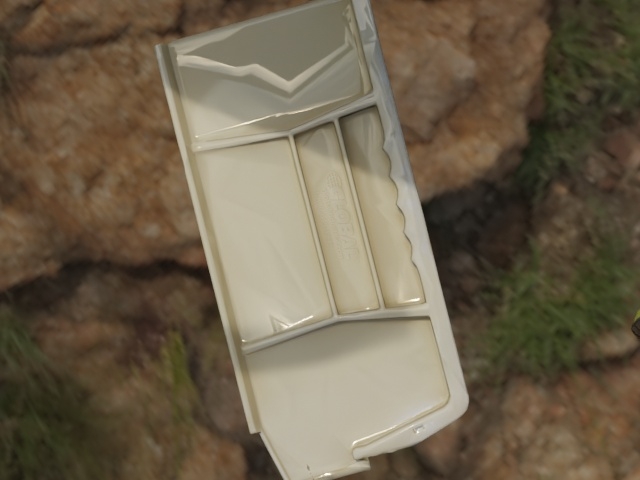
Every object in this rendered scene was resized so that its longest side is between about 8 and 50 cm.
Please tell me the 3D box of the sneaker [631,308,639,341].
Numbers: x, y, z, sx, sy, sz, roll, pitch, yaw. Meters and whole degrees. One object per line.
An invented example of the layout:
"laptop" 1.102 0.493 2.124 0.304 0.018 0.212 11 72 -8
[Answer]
"sneaker" 0.279 0.030 1.018 0.300 0.111 0.121 4 109 -55

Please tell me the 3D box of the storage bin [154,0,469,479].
"storage bin" 0.000 0.000 1.075 0.123 0.262 0.260 -14 89 0
